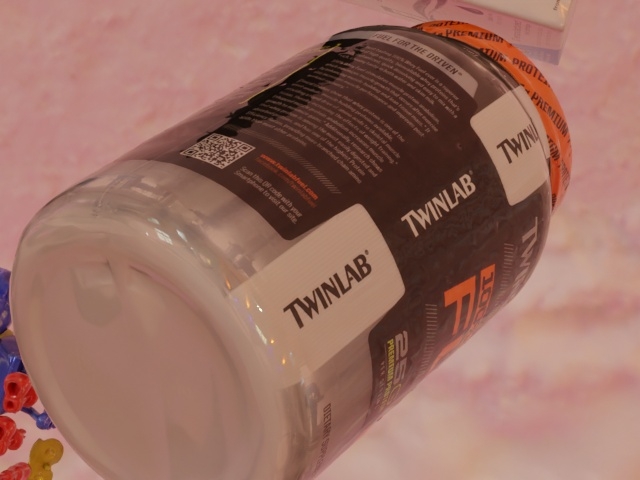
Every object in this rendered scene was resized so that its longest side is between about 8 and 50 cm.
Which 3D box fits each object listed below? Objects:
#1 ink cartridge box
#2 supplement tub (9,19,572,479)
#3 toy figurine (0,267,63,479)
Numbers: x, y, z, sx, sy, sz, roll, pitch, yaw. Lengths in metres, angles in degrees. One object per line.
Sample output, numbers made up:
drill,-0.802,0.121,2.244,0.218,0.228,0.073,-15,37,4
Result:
ink cartridge box,0.091,-0.206,1.156,0.203,0.086,0.148,17,179,8
supplement tub,0.000,0.000,0.932,0.207,0.338,0.207,21,128,30
toy figurine,-0.360,0.104,1.619,0.217,0.191,0.362,24,104,11
